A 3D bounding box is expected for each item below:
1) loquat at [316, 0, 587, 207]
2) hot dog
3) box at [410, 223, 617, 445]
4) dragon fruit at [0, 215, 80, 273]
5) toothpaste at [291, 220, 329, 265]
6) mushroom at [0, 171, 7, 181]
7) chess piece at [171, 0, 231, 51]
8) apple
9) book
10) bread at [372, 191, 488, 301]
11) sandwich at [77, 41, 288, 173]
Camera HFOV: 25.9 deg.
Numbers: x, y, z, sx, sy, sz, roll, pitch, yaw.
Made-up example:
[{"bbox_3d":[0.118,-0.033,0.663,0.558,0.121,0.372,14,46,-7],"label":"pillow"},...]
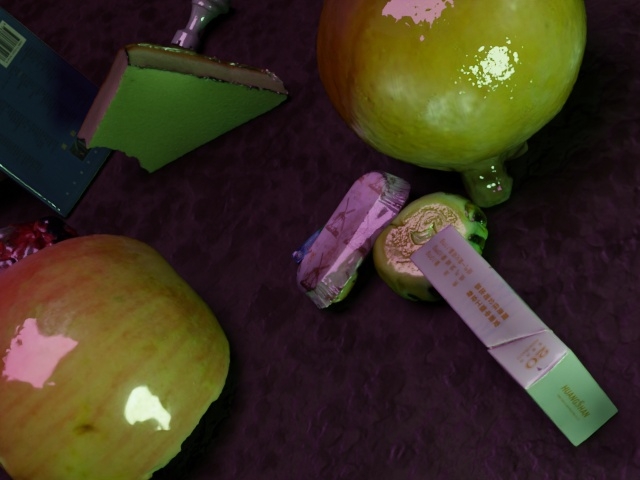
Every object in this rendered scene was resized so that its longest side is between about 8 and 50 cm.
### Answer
[{"bbox_3d":[0.160,-0.214,1.660,0.328,0.360,0.328,-14,10,3],"label":"loquat"},{"bbox_3d":[0.041,-0.004,1.731,0.191,0.059,0.108,-53,29,0],"label":"hot dog"},{"bbox_3d":[0.205,0.100,1.492,0.067,0.149,0.233,-43,45,4],"label":"box"},{"bbox_3d":[-0.387,0.057,1.903,0.188,0.182,0.182,-7,53,7],"label":"dragon fruit"},{"bbox_3d":[0.000,0.000,1.790,0.083,0.017,0.020,-42,45,1],"label":"toothpaste"},{"bbox_3d":[-0.527,-0.205,2.120,0.202,0.246,0.246,39,83,11],"label":"mushroom"},{"bbox_3d":[-0.187,-0.335,2.126,0.067,0.067,0.103,21,80,41],"label":"chess piece"},{"bbox_3d":[-0.279,0.158,1.726,0.309,0.252,0.314,-44,79,-3],"label":"apple"},{"bbox_3d":[-0.424,-0.186,2.034,0.025,0.269,0.191,10,64,57],"label":"book"},{"bbox_3d":[0.133,0.009,1.656,0.130,0.071,0.139,20,75,34],"label":"bread"},{"bbox_3d":[-0.202,-0.179,1.987,0.212,0.245,0.063,-53,38,42],"label":"sandwich"}]
